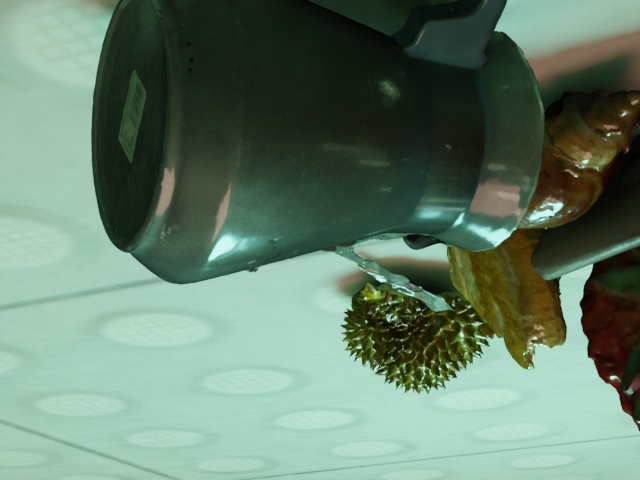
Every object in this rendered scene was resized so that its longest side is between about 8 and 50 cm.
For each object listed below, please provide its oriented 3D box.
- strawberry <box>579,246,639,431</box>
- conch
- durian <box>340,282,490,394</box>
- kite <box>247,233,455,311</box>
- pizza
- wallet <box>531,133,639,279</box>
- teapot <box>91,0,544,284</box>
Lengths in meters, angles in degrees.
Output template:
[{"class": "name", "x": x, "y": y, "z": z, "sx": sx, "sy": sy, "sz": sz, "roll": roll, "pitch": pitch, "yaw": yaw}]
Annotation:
[{"class": "strawberry", "x": 0.389, "y": 0.079, "z": 0.836, "sx": 0.312, "sy": 0.267, "sz": 0.351, "roll": -30, "pitch": 129, "yaw": 30}, {"class": "conch", "x": 0.132, "y": -0.041, "z": 0.777, "sx": 0.232, "sy": 0.080, "sz": 0.086, "roll": -23, "pitch": 114, "yaw": 33}, {"class": "durian", "x": 0.090, "y": 0.089, "z": 1.085, "sx": 0.146, "sy": 0.102, "sz": 0.208, "roll": -6, "pitch": 155, "yaw": 24}, {"class": "kite", "x": 0.000, "y": 0.000, "z": 0.880, "sx": 0.314, "sy": 0.012, "sz": 0.335, "roll": 27, "pitch": 159, "yaw": -32}, {"class": "pizza", "x": 0.153, "y": 0.022, "z": 0.928, "sx": 0.069, "sy": 0.154, "sz": 0.194, "roll": -20, "pitch": 180, "yaw": -6}, {"class": "wallet", "x": 0.217, "y": -0.034, "z": 0.782, "sx": 0.039, "sy": 0.118, "sz": 0.152, "roll": 42, "pitch": 149, "yaw": -8}, {"class": "teapot", "x": 0.004, "y": -0.073, "z": 0.617, "sx": 0.225, "sy": 0.171, "sz": 0.203, "roll": 1, "pitch": 128, "yaw": -27}]
